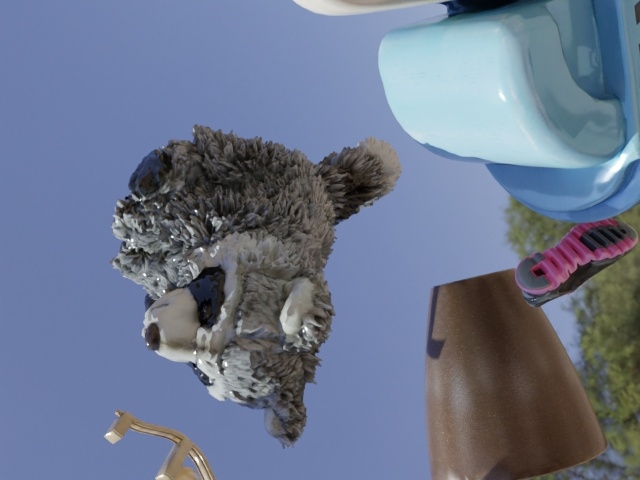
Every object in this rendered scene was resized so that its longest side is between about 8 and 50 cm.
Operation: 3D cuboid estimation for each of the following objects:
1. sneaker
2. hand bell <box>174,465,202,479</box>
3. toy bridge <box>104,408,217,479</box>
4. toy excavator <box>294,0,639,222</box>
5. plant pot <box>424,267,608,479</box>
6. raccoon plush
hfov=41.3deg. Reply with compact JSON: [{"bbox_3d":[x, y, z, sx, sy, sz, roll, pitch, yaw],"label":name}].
[{"bbox_3d":[0.230,0.023,0.766,0.057,0.119,0.047,70,174,-49],"label":"sneaker"},{"bbox_3d":[-0.135,0.444,1.419,0.126,0.241,0.126,22,-115,-60],"label":"hand bell"},{"bbox_3d":[-0.178,0.267,1.033,0.188,0.026,0.063,45,-144,-13],"label":"toy bridge"},{"bbox_3d":[0.108,-0.188,0.626,0.445,0.222,0.433,-25,-69,-32],"label":"toy excavator"},{"bbox_3d":[0.213,0.157,1.041,0.215,0.215,0.231,-3,-102,-62],"label":"plant pot"},{"bbox_3d":[0.000,0.000,0.873,0.299,0.446,0.216,33,143,39],"label":"raccoon plush"}]
